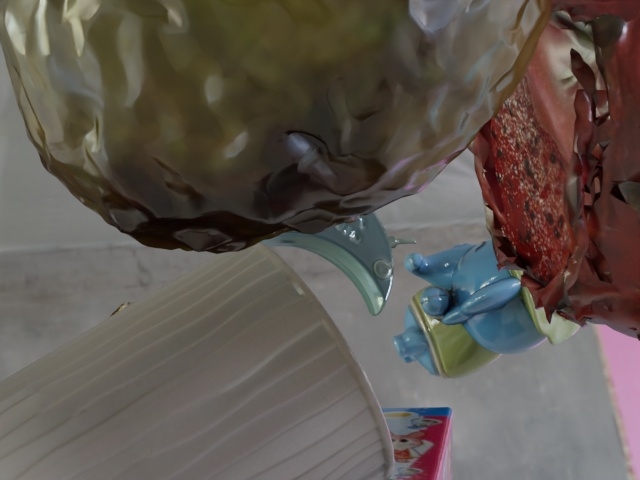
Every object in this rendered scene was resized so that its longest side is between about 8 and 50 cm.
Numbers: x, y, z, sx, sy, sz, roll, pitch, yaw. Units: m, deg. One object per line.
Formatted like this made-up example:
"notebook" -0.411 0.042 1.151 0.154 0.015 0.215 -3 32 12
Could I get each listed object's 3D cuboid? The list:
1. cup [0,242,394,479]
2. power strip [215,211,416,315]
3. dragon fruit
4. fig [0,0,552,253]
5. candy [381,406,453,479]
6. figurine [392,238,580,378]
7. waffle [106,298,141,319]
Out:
"cup" -0.119 0.151 0.787 0.273 0.208 0.288 -31 6 -19
"power strip" 0.000 0.000 1.115 0.215 0.137 0.044 12 -24 -18
"dragon fruit" 0.241 -0.072 0.718 0.301 0.296 0.295 7 -23 -26
"fig" -0.067 -0.186 0.460 0.286 0.286 0.369 -20 -54 29
"candy" 0.077 0.280 1.080 0.100 0.157 0.306 0 8 12
"figurine" 0.183 0.074 1.225 0.262 0.154 0.180 -27 -42 22
"waffle" -0.168 0.104 0.950 0.135 0.092 0.021 -42 -27 2
